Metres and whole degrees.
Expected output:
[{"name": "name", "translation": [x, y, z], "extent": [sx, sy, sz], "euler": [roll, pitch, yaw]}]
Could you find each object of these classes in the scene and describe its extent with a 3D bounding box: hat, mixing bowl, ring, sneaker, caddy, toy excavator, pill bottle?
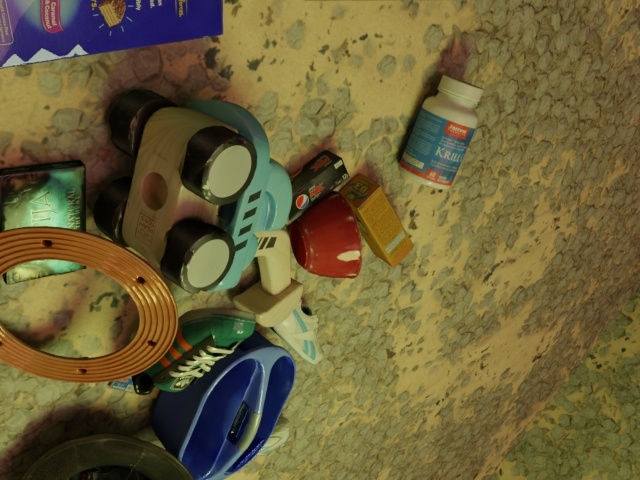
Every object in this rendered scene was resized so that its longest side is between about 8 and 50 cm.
[{"name": "hat", "translation": [-0.414, 0.475, 1.307], "extent": [0.332, 0.134, 0.331], "euler": [-6, 111, -17]}, {"name": "mixing bowl", "translation": [0.000, 0.000, 1.340], "extent": [0.098, 0.181, 0.181], "euler": [-14, 127, -19]}, {"name": "ring", "translation": [-0.387, 0.103, 1.043], "extent": [0.337, 0.032, 0.336], "euler": [-1, 129, -2]}, {"name": "sneaker", "translation": [-0.222, 0.197, 1.174], "extent": [0.108, 0.302, 0.120], "euler": [18, 60, -45]}, {"name": "caddy", "translation": [-0.186, 0.338, 1.382], "extent": [0.241, 0.179, 0.341], "euler": [6, 114, -47]}, {"name": "toy excavator", "translation": [-0.144, -0.021, 1.178], "extent": [0.445, 0.222, 0.432], "euler": [-8, 120, -53]}, {"name": "sneaker", "translation": [-0.039, 0.200, 1.499], "extent": [0.092, 0.087, 0.228], "euler": [-47, 140, -9]}, {"name": "sneaker", "translation": [-0.168, 0.472, 1.570], "extent": [0.237, 0.085, 0.086], "euler": [-4, 109, -40]}, {"name": "pill bottle", "translation": [0.259, -0.230, 1.440], "extent": [0.124, 0.124, 0.221], "euler": [1, 117, -42]}]

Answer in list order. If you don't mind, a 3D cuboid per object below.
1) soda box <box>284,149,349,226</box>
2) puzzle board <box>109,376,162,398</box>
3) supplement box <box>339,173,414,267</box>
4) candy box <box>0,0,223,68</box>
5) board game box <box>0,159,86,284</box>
[{"name": "soda box", "translation": [-0.029, -0.103, 1.315], "extent": [0.169, 0.060, 0.053], "euler": [-38, 131, -16]}, {"name": "puzzle board", "translation": [-0.338, 0.259, 1.327], "extent": [0.128, 0.011, 0.096], "euler": [30, 96, -48]}, {"name": "supplement box", "translation": [0.125, -0.040, 1.486], "extent": [0.080, 0.078, 0.233], "euler": [-46, 139, -7]}, {"name": "candy box", "translation": [-0.286, -0.378, 0.848], "extent": [0.317, 0.122, 0.268], "euler": [-18, 127, -31]}, {"name": "board game box", "translation": [-0.424, -0.027, 1.039], "extent": [0.126, 0.026, 0.186], "euler": [-14, 126, -36]}]
